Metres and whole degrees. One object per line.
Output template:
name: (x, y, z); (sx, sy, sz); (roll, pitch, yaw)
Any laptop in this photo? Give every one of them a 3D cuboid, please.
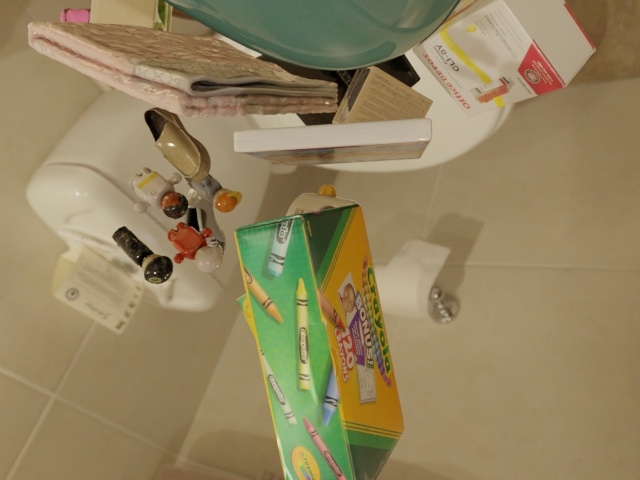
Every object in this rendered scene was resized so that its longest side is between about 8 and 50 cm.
laptop: (0.052, -0.593, 1.937); (0.408, 0.236, 0.382); (-40, 122, 7)

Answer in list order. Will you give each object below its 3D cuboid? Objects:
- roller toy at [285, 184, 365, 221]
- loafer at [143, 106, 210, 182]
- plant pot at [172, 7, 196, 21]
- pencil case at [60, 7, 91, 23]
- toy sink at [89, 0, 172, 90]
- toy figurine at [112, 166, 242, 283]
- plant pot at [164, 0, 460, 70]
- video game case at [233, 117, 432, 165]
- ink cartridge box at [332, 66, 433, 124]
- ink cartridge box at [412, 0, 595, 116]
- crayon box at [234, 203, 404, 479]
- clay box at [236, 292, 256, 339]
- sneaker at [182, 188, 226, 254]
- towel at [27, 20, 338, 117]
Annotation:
roller toy: (0.000, 0.000, 1.155); (0.146, 0.191, 0.210); (11, 109, 17)
loafer: (-0.217, -0.142, 0.827); (0.148, 0.056, 0.050); (49, -156, 22)
plant pot: (-0.375, -0.802, 1.821); (0.230, 0.216, 0.215); (15, 154, -18)
pencil case: (-0.490, -0.506, 1.309); (0.209, 0.098, 0.095); (-5, 127, -9)
toy sink: (-0.380, -0.436, 1.145); (0.131, 0.234, 0.153); (5, 173, -4)
toy figurine: (-0.275, -0.033, 1.097); (0.148, 0.210, 0.213); (36, -157, 28)
plant pot: (0.001, -0.272, 0.436); (0.292, 0.293, 0.235); (2, 169, 31)
video game case: (0.029, -0.117, 0.699); (0.203, 0.025, 0.285); (-2, -175, 8)
ink cartridge box: (0.178, -0.368, 1.600); (0.234, 0.193, 0.088); (20, -165, -33)
ink cartridge box: (0.472, -0.513, 1.497); (0.279, 0.160, 0.384); (44, 165, -17)
crayon box: (0.008, 0.108, 0.599); (0.081, 0.279, 0.165); (-10, -177, 24)
clay box: (-0.048, 0.134, 0.835); (0.127, 0.053, 0.222); (-36, 81, 50)
sneaker: (-0.318, -0.017, 1.478); (0.086, 0.132, 0.229); (-4, 125, 11)
towel: (-0.179, -0.251, 0.805); (0.316, 0.331, 0.054); (27, 116, 27)
